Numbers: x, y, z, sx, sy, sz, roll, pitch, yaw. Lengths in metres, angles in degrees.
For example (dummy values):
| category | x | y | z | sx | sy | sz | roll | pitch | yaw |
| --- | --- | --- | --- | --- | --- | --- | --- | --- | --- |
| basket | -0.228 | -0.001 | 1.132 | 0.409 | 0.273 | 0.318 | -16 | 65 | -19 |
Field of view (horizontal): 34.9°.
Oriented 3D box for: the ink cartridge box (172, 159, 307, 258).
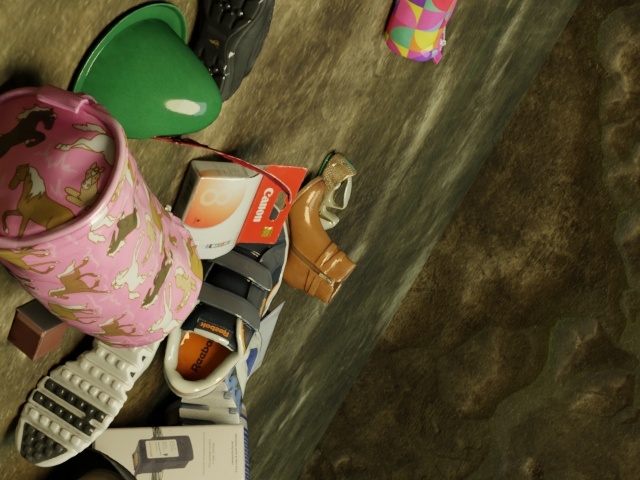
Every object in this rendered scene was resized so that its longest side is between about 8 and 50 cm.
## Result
| category | x | y | z | sx | sy | sz | roll | pitch | yaw |
| --- | --- | --- | --- | --- | --- | --- | --- | --- | --- |
| ink cartridge box | -0.112 | -0.037 | 1.395 | 0.179 | 0.045 | 0.145 | 3 | 129 | -30 |

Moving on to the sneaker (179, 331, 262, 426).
| category | x | y | z | sx | sy | sz | roll | pitch | yaw |
| --- | --- | --- | --- | --- | --- | --- | --- | --- | --- |
| sneaker | -0.170 | 0.164 | 1.699 | 0.182 | 0.127 | 0.315 | -77 | 174 | -57 |

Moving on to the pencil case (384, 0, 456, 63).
| category | x | y | z | sx | sy | sz | roll | pitch | yaw |
| --- | --- | --- | --- | --- | --- | --- | --- | --- | --- |
| pencil case | 0.175 | -0.391 | 1.593 | 0.104 | 0.104 | 0.236 | -45 | 161 | -36 |

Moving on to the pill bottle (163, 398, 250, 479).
| category | x | y | z | sx | sy | sz | roll | pitch | yaw |
| --- | --- | --- | --- | --- | --- | --- | --- | --- | --- |
| pill bottle | -0.201 | 0.421 | 1.812 | 0.153 | 0.153 | 0.264 | 97 | -11 | -61 |

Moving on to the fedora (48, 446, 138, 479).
| category | x | y | z | sx | sy | sz | roll | pitch | yaw |
| --- | --- | --- | --- | --- | --- | --- | --- | --- | --- |
| fedora | -0.358 | 0.464 | 1.449 | 0.152 | 0.334 | 0.334 | -13 | 138 | -46 |

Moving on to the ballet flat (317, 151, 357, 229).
| category | x | y | z | sx | sy | sz | roll | pitch | yaw |
| --- | --- | --- | --- | --- | --- | --- | --- | --- | --- |
| ballet flat | 0.009 | -0.063 | 1.840 | 0.073 | 0.067 | 0.206 | -39 | 159 | -51 |

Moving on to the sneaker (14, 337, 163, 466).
| category | x | y | z | sx | sy | sz | roll | pitch | yaw |
| --- | --- | --- | --- | --- | --- | --- | --- | --- | --- |
| sneaker | -0.292 | 0.182 | 1.374 | 0.292 | 0.110 | 0.118 | -51 | 174 | -14 |

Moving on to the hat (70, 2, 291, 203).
| category | x | y | z | sx | sy | sz | roll | pitch | yaw |
| --- | --- | --- | --- | --- | --- | --- | --- | --- | --- |
| hat | -0.124 | -0.127 | 1.051 | 0.208 | 0.183 | 0.173 | -33 | 153 | -56 |

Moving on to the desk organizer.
| category | x | y | z | sx | sy | sz | roll | pitch | yaw |
| --- | --- | --- | --- | --- | --- | --- | --- | --- | --- |
| desk organizer | -0.308 | 0.090 | 1.217 | 0.130 | 0.047 | 0.050 | -32 | 155 | -56 |

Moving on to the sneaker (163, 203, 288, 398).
| category | x | y | z | sx | sy | sz | roll | pitch | yaw |
| --- | --- | --- | --- | --- | --- | --- | --- | --- | --- |
| sneaker | -0.134 | 0.086 | 1.490 | 0.127 | 0.126 | 0.321 | 166 | -55 | -88 |

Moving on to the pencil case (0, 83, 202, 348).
| category | x | y | z | sx | sy | sz | roll | pitch | yaw |
| --- | --- | --- | --- | --- | --- | --- | --- | --- | --- |
| pencil case | -0.230 | -0.009 | 1.036 | 0.160 | 0.167 | 0.386 | -17 | 161 | 0 |

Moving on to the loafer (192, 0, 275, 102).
| category | x | y | z | sx | sy | sz | roll | pitch | yaw |
| --- | --- | --- | --- | --- | --- | --- | --- | --- | --- |
| loafer | -0.091 | -0.248 | 1.123 | 0.078 | 0.076 | 0.223 | -48 | 169 | -44 |

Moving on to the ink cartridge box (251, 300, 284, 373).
| category | x | y | z | sx | sy | sz | roll | pitch | yaw |
| --- | --- | --- | --- | --- | --- | --- | --- | --- | --- |
| ink cartridge box | -0.164 | 0.223 | 1.959 | 0.206 | 0.045 | 0.208 | -41 | 160 | -44 |

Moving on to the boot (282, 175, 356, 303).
| category | x | y | z | sx | sy | sz | roll | pitch | yaw |
| --- | --- | --- | --- | --- | --- | --- | --- | --- | --- |
| boot | 0.000 | 0.000 | 1.779 | 0.197 | 0.152 | 0.073 | -61 | 164 | 20 |

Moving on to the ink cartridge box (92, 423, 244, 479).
| category | x | y | z | sx | sy | sz | roll | pitch | yaw |
| --- | --- | --- | --- | --- | --- | --- | --- | --- | --- |
| ink cartridge box | -0.242 | 0.372 | 1.650 | 0.172 | 0.237 | 0.100 | 96 | -8 | -60 |
